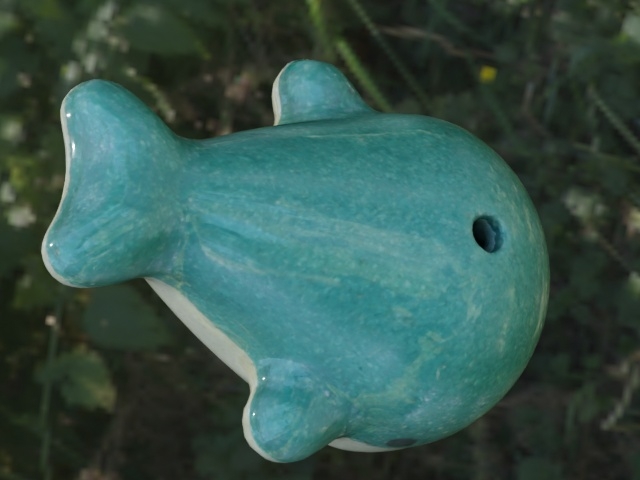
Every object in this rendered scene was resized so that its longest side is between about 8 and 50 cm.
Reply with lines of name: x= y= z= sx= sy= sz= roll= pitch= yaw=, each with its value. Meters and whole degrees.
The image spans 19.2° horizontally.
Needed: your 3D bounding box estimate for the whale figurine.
whale figurine: x=0.000 y=0.000 z=0.931 sx=0.141 sy=0.272 sz=0.216 roll=-22 pitch=54 yaw=48
